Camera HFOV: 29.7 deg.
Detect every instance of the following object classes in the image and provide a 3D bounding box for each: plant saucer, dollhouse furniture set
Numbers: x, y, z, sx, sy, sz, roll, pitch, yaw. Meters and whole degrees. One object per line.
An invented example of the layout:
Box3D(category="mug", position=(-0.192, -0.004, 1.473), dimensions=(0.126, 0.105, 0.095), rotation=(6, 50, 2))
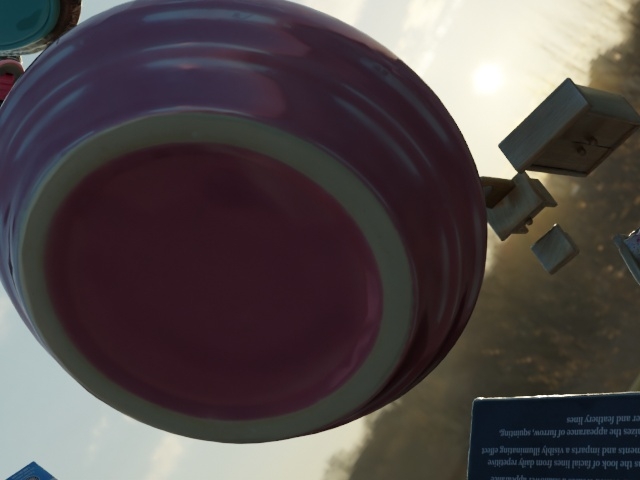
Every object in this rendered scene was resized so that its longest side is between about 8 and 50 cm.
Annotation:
Box3D(category="plant saucer", position=(-0.061, 0.011, 0.766), dimensions=(0.084, 0.332, 0.332), rotation=(-77, 12, -56))
Box3D(category="dollhouse furniture set", position=(0.365, 0.002, 1.370), dimensions=(0.303, 0.355, 0.174), rotation=(-45, -26, 28))

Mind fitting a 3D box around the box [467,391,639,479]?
Box3D(category="box", position=(0.313, 0.366, 1.228), dimensions=(0.293, 0.212, 0.395), rotation=(-11, 67, 49))

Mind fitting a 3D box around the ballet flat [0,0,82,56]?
Box3D(category="ballet flat", position=(-0.410, -0.290, 1.350), dimensions=(0.182, 0.482, 0.164), rotation=(-35, -60, -52))

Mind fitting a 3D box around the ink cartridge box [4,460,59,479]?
Box3D(category="ink cartridge box", position=(-0.446, 0.511, 1.934), dimensions=(0.171, 0.232, 0.168), rotation=(-32, -36, -47))

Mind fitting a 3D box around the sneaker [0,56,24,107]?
Box3D(category="sneaker", position=(-0.392, -0.199, 1.491), dimensions=(0.119, 0.047, 0.057), rotation=(-49, 42, 48))
